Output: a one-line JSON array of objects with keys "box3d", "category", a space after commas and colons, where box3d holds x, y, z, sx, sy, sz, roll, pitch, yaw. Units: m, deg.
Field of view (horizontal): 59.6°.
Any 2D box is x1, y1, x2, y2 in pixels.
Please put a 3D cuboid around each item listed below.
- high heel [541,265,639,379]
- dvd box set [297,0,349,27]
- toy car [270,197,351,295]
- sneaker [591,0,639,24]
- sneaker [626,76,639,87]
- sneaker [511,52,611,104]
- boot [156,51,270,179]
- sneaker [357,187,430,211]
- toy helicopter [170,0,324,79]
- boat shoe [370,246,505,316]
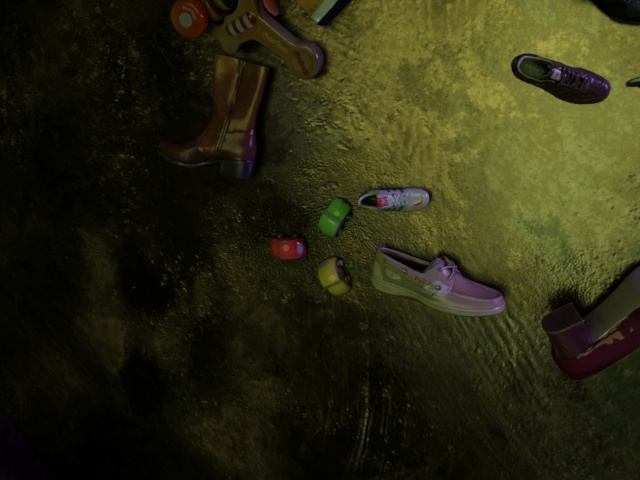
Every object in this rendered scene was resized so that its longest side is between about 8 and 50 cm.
[{"box3d": [0.641, 0.155, 1.108, 0.377, 0.127, 0.181, -24, 123, 22], "category": "high heel"}, {"box3d": [-0.026, -0.712, 1.160, 0.307, 0.062, 0.420, -39, 87, 27], "category": "dvd box set"}, {"box3d": [0.000, 0.000, 1.344, 0.239, 0.053, 0.225, 33, 114, 12], "category": "toy car"}, {"box3d": [0.506, -0.448, 0.968, 0.227, 0.130, 0.087, 37, 117, 8], "category": "sneaker"}, {"box3d": [0.606, -0.283, 1.021, 0.083, 0.031, 0.035, 2, 105, 23], "category": "sneaker"}, {"box3d": [0.451, -0.303, 1.060, 0.188, 0.071, 0.066, 23, 112, 17], "category": "sneaker"}, {"box3d": [-0.266, -0.309, 1.352, 0.264, 0.096, 0.280, 16, 109, 19], "category": "boot"}, {"box3d": [0.158, -0.086, 1.241, 0.161, 0.075, 0.057, 3, 105, 23], "category": "sneaker"}, {"box3d": [-0.136, -0.493, 1.224, 0.355, 0.140, 0.235, 36, 129, -5], "category": "toy helicopter"}, {"box3d": [0.256, 0.087, 1.232, 0.302, 0.109, 0.098, 15, 110, 25], "category": "boat shoe"}]
